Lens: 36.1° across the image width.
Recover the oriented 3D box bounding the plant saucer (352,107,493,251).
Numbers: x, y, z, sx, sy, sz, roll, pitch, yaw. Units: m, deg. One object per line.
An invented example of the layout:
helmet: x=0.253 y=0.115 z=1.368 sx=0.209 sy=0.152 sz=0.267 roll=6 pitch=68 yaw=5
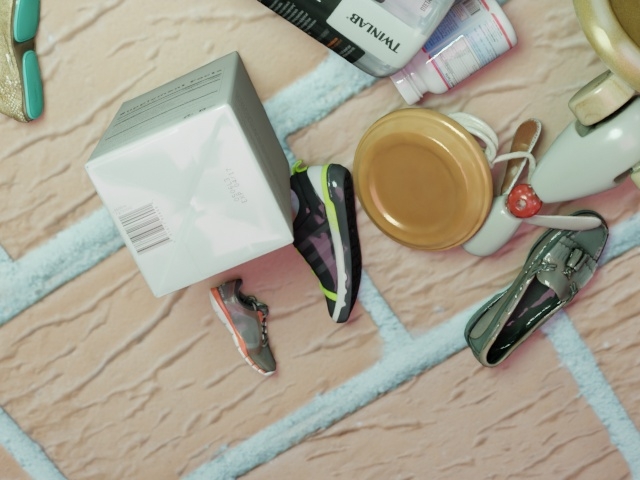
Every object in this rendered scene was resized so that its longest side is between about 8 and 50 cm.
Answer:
plant saucer: x=0.127 y=-0.074 z=1.291 sx=0.199 sy=0.037 sz=0.200 roll=14 pitch=119 yaw=26

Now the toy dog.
toy dog: x=0.327 y=-0.105 z=1.278 sx=0.333 sy=0.161 sz=0.220 roll=-10 pitch=107 yaw=35

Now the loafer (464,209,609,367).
loafer: x=0.314 y=0.077 z=1.382 sx=0.096 sy=0.084 sz=0.267 roll=36 pitch=106 yaw=-15

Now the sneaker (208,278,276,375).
sneaker: x=-0.096 y=0.123 z=1.402 sx=0.064 sy=0.061 sz=0.158 roll=-30 pitch=110 yaw=3

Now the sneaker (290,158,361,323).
sneaker: x=0.000 y=0.000 z=1.355 sx=0.097 sy=0.084 sz=0.235 roll=-1 pitch=107 yaw=14

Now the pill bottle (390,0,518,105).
pill bottle: x=0.163 y=-0.243 z=1.250 sx=0.160 sy=0.087 sz=0.087 roll=-33 pitch=109 yaw=11

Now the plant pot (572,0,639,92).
plant pot: x=0.411 y=-0.277 z=1.188 sx=0.236 sy=0.236 sz=0.032 roll=28 pitch=151 yaw=-12

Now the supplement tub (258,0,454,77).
supplement tub: x=-0.007 y=-0.358 z=1.135 sx=0.338 sy=0.207 sz=0.207 roll=31 pitch=107 yaw=-13

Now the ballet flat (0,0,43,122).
ballet flat: x=-0.393 y=-0.251 z=1.240 sx=0.067 sy=0.073 sz=0.206 roll=8 pitch=108 yaw=10

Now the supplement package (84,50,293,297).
supplement package: x=-0.146 y=-0.091 z=1.188 sx=0.175 sy=0.293 sz=0.178 roll=-23 pitch=110 yaw=6
